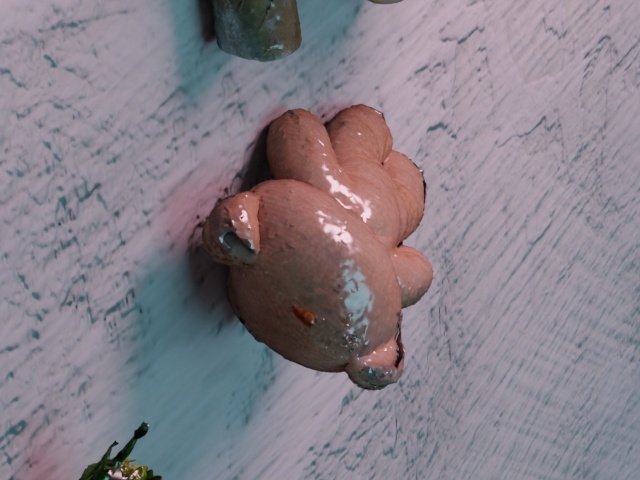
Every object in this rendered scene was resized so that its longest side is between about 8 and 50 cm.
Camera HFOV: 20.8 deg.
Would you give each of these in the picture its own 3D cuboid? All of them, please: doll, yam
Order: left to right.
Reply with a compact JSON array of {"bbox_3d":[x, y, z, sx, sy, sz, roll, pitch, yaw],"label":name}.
[{"bbox_3d":[-0.053,-0.212,1.271,0.068,0.068,0.169,-47,141,-42],"label":"yam"},{"bbox_3d":[0.000,0.000,1.435,0.201,0.156,0.303,48,27,-11],"label":"doll"}]

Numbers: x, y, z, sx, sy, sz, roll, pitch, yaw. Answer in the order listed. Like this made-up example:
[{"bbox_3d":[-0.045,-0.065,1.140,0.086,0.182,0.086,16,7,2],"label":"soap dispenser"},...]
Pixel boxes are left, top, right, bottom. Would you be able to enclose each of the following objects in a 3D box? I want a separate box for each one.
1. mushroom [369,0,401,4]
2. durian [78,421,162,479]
[{"bbox_3d":[0.060,-0.239,1.465,0.083,0.067,0.083,-51,150,-46],"label":"mushroom"},{"bbox_3d":[-0.136,0.267,1.289,0.106,0.132,0.375,-24,130,-41],"label":"durian"}]
